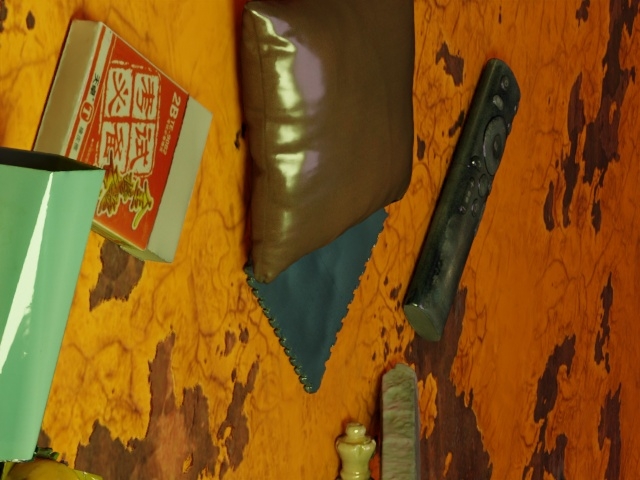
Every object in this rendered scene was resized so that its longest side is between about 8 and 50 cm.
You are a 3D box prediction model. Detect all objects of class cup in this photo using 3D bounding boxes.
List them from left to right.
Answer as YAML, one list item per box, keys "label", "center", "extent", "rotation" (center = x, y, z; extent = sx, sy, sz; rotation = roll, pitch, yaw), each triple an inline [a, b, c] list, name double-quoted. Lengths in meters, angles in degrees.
- label: "cup"
  center: [-0.251, 0.048, 1.502]
  extent: [0.134, 0.148, 0.235]
  rotation: [-99, -165, -81]

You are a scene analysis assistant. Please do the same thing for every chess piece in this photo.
- label: "chess piece"
  center: [0.042, 0.299, 2.325]
  extent: [0.060, 0.060, 0.172]
  rotation: [-28, 121, -60]

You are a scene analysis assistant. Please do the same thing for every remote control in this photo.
- label: "remote control"
  center: [0.189, -0.056, 2.533]
  extent: [0.107, 0.044, 0.377]
  rotation: [64, 42, -58]

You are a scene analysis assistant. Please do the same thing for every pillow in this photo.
- label: "pillow"
  center: [0.014, -0.139, 2.034]
  extent: [0.308, 0.108, 0.305]
  rotation: [-32, 127, -53]

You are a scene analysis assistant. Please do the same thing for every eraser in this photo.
- label: "eraser"
  center: [-0.176, -0.082, 1.730]
  extent: [0.230, 0.038, 0.157]
  rotation: [38, 64, -62]

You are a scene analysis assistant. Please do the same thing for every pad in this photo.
- label: "pad"
  center: [0.000, 0.000, 2.176]
  extent: [0.269, 0.012, 0.269]
  rotation: [-66, 151, -29]

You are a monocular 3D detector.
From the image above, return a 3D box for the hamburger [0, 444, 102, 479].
- label: "hamburger"
  center: [-0.247, 0.252, 1.593]
  extent: [0.164, 0.093, 0.189]
  rotation: [46, 37, -47]

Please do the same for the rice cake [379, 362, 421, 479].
- label: "rice cake"
  center: [0.095, 0.283, 2.323]
  extent: [0.298, 0.050, 0.106]
  rotation: [-86, 173, -52]
